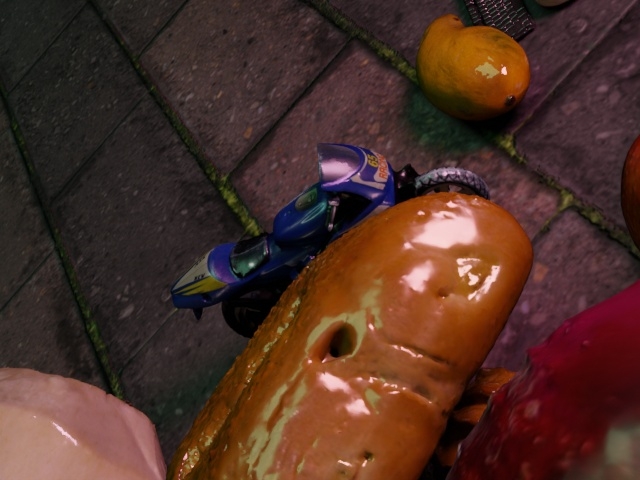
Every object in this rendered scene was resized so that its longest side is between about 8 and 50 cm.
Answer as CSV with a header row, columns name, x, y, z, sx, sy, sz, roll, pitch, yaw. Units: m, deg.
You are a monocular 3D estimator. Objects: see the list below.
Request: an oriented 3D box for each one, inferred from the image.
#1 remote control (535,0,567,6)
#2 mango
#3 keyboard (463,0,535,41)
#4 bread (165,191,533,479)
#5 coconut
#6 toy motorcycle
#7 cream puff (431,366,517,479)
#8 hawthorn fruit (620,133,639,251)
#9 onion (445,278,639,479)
name,x,y,z,sx,sy,sz,roll,pitch,yaw
remote control,0.289,-0.329,1.188,0.221,0.042,0.078,-49,33,5
mango,0.146,-0.172,1.178,0.098,0.075,0.190,-52,34,7
keyboard,0.183,-0.266,1.280,0.060,0.018,0.195,-35,37,19
bread,0.006,0.109,0.906,0.328,0.148,0.337,-60,4,-12
coconut,-0.286,0.281,1.084,0.323,0.323,0.323,-31,39,28
toy motorcycle,0.000,0.000,1.108,0.315,0.169,0.113,-32,39,26
cream puff,0.128,0.149,0.873,0.094,0.122,0.116,17,49,37
hawthorn fruit,0.292,-0.030,0.789,0.173,0.173,0.179,-51,23,1
onion,0.212,0.185,0.560,0.398,0.398,0.420,-49,8,4
